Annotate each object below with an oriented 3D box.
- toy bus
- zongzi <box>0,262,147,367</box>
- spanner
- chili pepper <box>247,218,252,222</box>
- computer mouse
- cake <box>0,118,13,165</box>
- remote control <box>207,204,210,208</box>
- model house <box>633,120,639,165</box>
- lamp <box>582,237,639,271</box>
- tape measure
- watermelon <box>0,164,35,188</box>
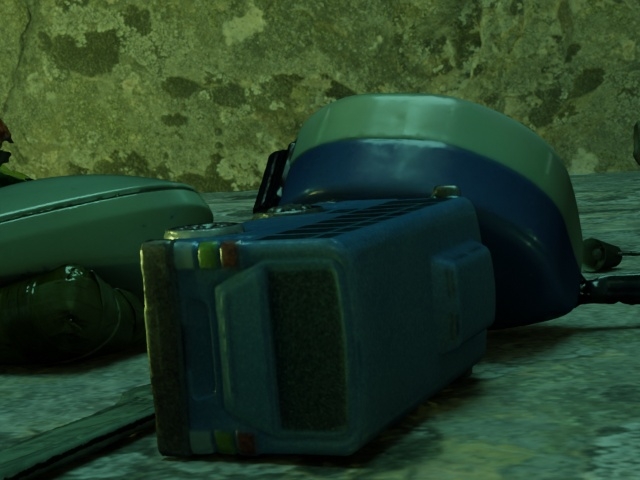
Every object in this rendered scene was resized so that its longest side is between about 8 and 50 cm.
[{"bbox_3d":[0.010,0.038,0.751,0.133,0.116,0.234,-3,6,23],"label":"toy bus"},{"bbox_3d":[-0.200,0.070,0.982,0.154,0.062,0.130,-18,-21,19],"label":"zongzi"},{"bbox_3d":[-0.130,0.100,0.678,0.071,0.017,0.302,-1,5,24],"label":"spanner"},{"bbox_3d":[0.000,0.000,1.313,0.252,0.136,0.144,-12,42,48],"label":"chili pepper"},{"bbox_3d":[-0.221,0.007,1.025,0.288,0.097,0.159,-6,-20,-17],"label":"computer mouse"},{"bbox_3d":[-0.364,-0.063,0.964,0.158,0.159,0.262,-32,5,26],"label":"cake"},{"bbox_3d":[-0.252,-0.019,1.835,0.247,0.052,0.104,-9,6,-43],"label":"remote control"},{"bbox_3d":[0.507,-0.168,1.630,0.280,0.312,0.245,-1,8,3],"label":"model house"},{"bbox_3d":[0.304,0.013,1.283,0.121,0.041,0.054,-3,-5,42],"label":"lamp"},{"bbox_3d":[0.135,-0.005,0.931,0.351,0.098,0.215,1,-30,21],"label":"tape measure"},{"bbox_3d":[-0.278,-0.001,1.191,0.232,0.127,0.204,18,-11,35],"label":"watermelon"}]
